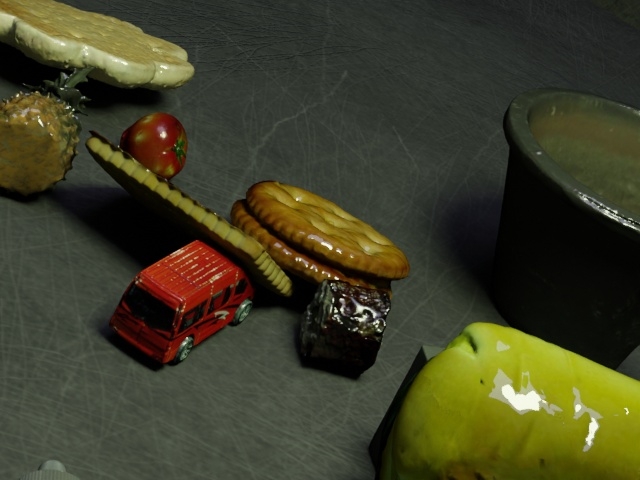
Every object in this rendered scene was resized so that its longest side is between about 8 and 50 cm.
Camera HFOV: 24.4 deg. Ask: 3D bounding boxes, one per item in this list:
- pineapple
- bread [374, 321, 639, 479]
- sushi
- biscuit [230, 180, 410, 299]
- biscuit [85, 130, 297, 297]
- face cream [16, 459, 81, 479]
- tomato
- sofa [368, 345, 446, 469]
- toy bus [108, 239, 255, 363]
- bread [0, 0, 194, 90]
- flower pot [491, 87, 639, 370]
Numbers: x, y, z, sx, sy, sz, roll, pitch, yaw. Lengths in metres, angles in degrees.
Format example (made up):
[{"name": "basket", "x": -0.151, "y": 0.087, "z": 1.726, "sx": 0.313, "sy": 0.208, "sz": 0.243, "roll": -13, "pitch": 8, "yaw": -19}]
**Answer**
[{"name": "pineapple", "x": -0.327, "y": -0.138, "z": 1.721, "sx": 0.125, "sy": 0.125, "sz": 0.251, "roll": 21, "pitch": 23, "yaw": -7}, {"name": "bread", "x": 0.230, "y": 0.238, "z": 1.353, "sx": 0.377, "sy": 0.251, "sz": 0.208, "roll": 23, "pitch": 33, "yaw": -10}, {"name": "sushi", "x": 0.026, "y": 0.090, "z": 1.614, "sx": 0.084, "sy": 0.094, "sz": 0.098, "roll": 15, "pitch": 34, "yaw": -13}, {"name": "biscuit", "x": 0.000, "y": 0.000, "z": 1.724, "sx": 0.220, "sy": 0.066, "sz": 0.220, "roll": 29, "pitch": 11, "yaw": -6}, {"name": "biscuit", "x": -0.147, "y": -0.026, "z": 1.641, "sx": 0.254, "sy": 0.029, "sz": 0.172, "roll": 34, "pitch": -7, "yaw": 22}, {"name": "face cream", "x": -0.208, "y": 0.272, "z": 1.107, "sx": 0.092, "sy": 0.092, "sz": 0.311, "roll": 17, "pitch": 28, "yaw": -15}, {"name": "tomato", "x": -0.202, "y": -0.114, "z": 1.798, "sx": 0.075, "sy": 0.087, "sz": 0.087, "roll": 2, "pitch": 22, "yaw": 18}, {"name": "sofa", "x": 0.114, "y": 0.174, "z": 1.475, "sx": 0.085, "sy": 0.147, "sz": 0.060, "roll": 11, "pitch": 33, "yaw": -20}, {"name": "toy bus", "x": -0.133, "y": 0.054, "z": 1.548, "sx": 0.081, "sy": 0.089, "sz": 0.195, "roll": 33, "pitch": 28, "yaw": 15}, {"name": "bread", "x": -0.315, "y": -0.263, "z": 1.947, "sx": 0.316, "sy": 0.054, "sz": 0.316, "roll": 20, "pitch": 14, "yaw": -5}, {"name": "flower pot", "x": 0.355, "y": -0.004, "z": 1.865, "sx": 0.379, "sy": 0.251, "sz": 0.379, "roll": 17, "pitch": 31, "yaw": -10}]
